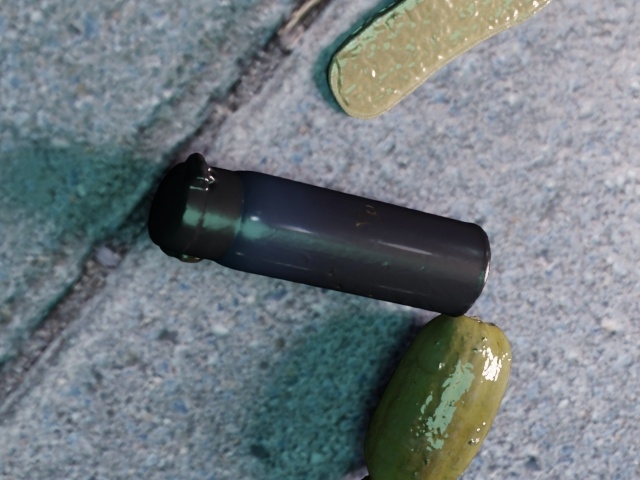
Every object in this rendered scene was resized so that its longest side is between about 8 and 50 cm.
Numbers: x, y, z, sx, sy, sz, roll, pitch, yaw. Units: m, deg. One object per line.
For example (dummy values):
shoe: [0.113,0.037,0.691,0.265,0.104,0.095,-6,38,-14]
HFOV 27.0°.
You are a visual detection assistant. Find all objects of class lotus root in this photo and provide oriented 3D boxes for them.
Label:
lotus root: [0.085,0.142,1.033,0.090,0.077,0.183,25,100,-25]

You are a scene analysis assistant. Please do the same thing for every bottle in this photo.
bottle: [0.000,0.000,0.957,0.244,0.072,0.082,14,129,-23]

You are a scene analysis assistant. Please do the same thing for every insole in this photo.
insole: [0.110,-0.175,0.961,0.248,0.011,0.081,-38,117,-2]
